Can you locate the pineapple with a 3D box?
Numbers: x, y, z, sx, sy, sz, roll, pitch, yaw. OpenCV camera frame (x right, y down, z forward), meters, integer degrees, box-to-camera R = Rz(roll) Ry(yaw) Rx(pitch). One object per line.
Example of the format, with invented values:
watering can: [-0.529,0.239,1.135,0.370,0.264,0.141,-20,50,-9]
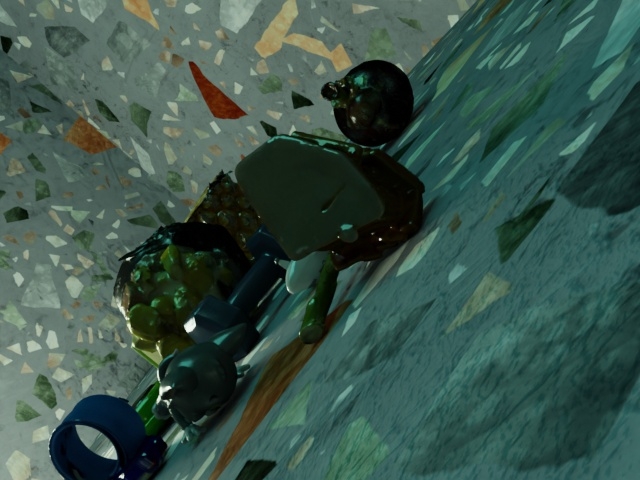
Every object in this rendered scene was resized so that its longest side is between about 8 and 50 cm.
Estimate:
pineapple: [-0.250,0.015,2.285,0.352,0.300,0.352,-47,7,8]

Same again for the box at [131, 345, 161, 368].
box: [-0.370,0.255,2.249,0.148,0.177,0.195,-47,7,11]

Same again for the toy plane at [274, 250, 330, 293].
toy plane: [-0.004,-0.003,1.618,0.255,0.101,0.251,-53,-5,-30]

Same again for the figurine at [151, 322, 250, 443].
figurine: [-0.219,0.249,1.499,0.193,0.140,0.265,-34,12,-33]

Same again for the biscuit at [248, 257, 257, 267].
biscuit: [-0.078,0.008,2.064,0.215,0.034,0.182,-32,-8,-9]

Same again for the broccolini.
broccolini: [0.054,0.024,1.345,0.074,0.079,0.392,-32,23,34]

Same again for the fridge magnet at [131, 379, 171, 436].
fridge magnet: [-0.395,0.403,1.962,0.208,0.088,0.208,-48,6,7]

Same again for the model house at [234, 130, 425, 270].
model house: [0.033,-0.068,1.244,0.199,0.219,0.229,-34,-15,28]

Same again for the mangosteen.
mangosteen: [0.113,-0.374,2.221,0.231,0.289,0.231,-17,64,39]

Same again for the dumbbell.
dumbbell: [-0.144,0.102,1.783,0.144,0.156,0.316,1,44,42]

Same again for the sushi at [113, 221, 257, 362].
sushi: [-0.294,0.136,1.959,0.329,0.328,0.285,-35,17,-9]

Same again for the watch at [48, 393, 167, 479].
watch: [-0.412,0.399,1.636,0.196,0.200,0.171,-51,2,16]
